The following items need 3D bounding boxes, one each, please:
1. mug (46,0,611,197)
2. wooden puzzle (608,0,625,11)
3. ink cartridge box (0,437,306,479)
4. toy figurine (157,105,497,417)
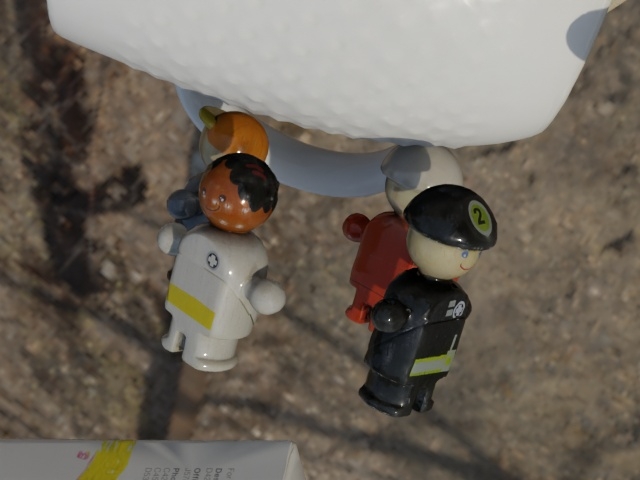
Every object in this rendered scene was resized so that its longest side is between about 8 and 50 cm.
[{"bbox_3d":[0.012,-0.175,0.963,0.328,0.276,0.374,21,137,0],"label":"mug"},{"bbox_3d":[0.289,-0.385,1.548,0.348,0.080,0.322,-29,125,27],"label":"wooden puzzle"},{"bbox_3d":[-0.140,0.254,0.853,0.270,0.197,0.198,-2,132,13],"label":"ink cartridge box"},{"bbox_3d":[0.000,0.000,0.923,0.210,0.213,0.148,14,107,-5],"label":"toy figurine"}]
